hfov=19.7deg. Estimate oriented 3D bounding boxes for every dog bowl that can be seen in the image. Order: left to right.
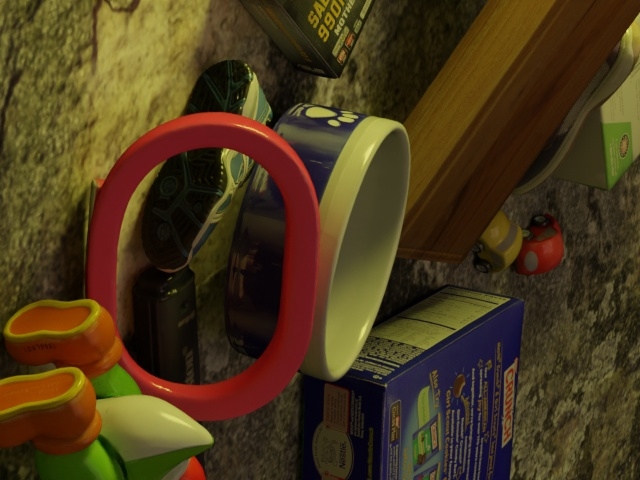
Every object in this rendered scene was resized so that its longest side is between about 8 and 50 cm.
[{"bbox_3d":[0.000,0.000,1.826,0.265,0.104,0.265,15,90,-76],"label":"dog bowl"}]

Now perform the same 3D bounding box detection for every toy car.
[{"bbox_3d":[0.243,0.070,2.368,0.239,0.053,0.225,8,96,-59],"label":"toy car"}]

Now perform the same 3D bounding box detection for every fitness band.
[{"bbox_3d":[-0.106,0.027,1.651,0.054,0.209,0.291,-112,-156,-68],"label":"fitness band"}]

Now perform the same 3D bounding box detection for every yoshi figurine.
[{"bbox_3d":[-0.198,0.235,1.630,0.203,0.203,0.362,-36,124,-16],"label":"yoshi figurine"}]

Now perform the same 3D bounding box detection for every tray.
[{"bbox_3d":[0.205,-0.159,2.029,0.411,0.076,0.203,-55,153,16],"label":"tray"}]

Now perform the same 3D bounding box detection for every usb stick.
[{"bbox_3d":[-0.144,0.153,1.784,0.077,0.045,0.278,-32,129,-48],"label":"usb stick"}]

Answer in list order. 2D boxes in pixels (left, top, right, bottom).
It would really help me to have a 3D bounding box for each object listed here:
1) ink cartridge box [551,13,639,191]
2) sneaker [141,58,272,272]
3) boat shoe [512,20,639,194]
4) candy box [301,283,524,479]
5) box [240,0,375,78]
[{"bbox_3d":[0.400,-0.252,2.412,0.353,0.119,0.207,-45,138,-38],"label":"ink cartridge box"},{"bbox_3d":[-0.098,-0.061,1.729,0.081,0.080,0.211,45,65,-54],"label":"sneaker"},{"bbox_3d":[0.273,-0.168,2.207,0.285,0.092,0.103,-53,-149,42],"label":"boat shoe"},{"bbox_3d":[0.109,0.224,2.154,0.317,0.122,0.268,-24,122,-51],"label":"candy box"},{"bbox_3d":[0.007,-0.304,1.815,0.231,0.056,0.183,-66,149,-15],"label":"box"}]
